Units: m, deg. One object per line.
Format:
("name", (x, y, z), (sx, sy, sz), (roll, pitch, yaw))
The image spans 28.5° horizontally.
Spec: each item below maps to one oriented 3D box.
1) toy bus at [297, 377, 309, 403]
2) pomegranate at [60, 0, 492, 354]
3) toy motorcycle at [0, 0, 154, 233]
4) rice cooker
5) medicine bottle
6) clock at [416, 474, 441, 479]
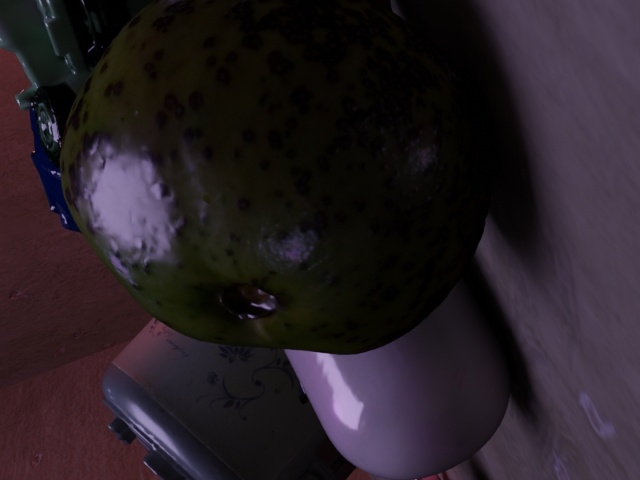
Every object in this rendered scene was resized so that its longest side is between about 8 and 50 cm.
("toy bus", (0.005, 0.002, 1.023), (0.150, 0.128, 0.262), (79, 171, -72))
("pomegranate", (-0.010, -0.061, 0.650), (0.214, 0.214, 0.247), (74, -151, -49))
("toy motorcycle", (-0.145, -0.092, 0.818), (0.196, 0.125, 0.331), (42, 153, 46))
("rice cooker", (-0.046, 0.130, 1.227), (0.264, 0.317, 0.316), (30, 148, 43))
("medicine bottle", (0.012, 0.002, 0.850), (0.130, 0.130, 0.341), (77, 167, -61))
("clock", (0.155, 0.443, 1.368), (0.295, 0.113, 0.322), (-123, 11, -69))
